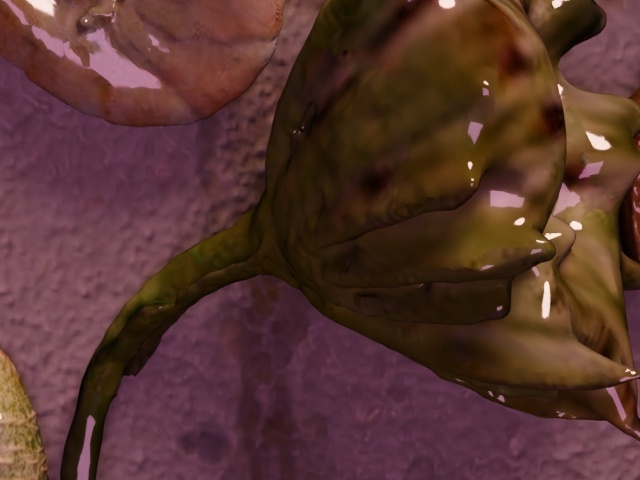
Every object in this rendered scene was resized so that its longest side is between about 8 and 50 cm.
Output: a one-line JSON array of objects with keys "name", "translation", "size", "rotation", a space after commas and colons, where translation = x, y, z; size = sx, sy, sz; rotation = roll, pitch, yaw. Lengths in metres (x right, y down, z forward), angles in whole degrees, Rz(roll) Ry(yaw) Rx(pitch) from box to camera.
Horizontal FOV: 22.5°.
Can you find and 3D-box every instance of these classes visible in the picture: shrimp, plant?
[{"name": "shrimp", "translation": [-0.116, -0.160, 0.696], "size": [0.145, 0.059, 0.254], "rotation": [-30, 111, 18]}, {"name": "plant", "translation": [-0.016, 0.002, 0.695], "size": [0.333, 0.180, 0.251], "rotation": [-18, 85, 13]}]

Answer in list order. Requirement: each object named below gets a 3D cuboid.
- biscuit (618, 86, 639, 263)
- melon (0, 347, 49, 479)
[{"name": "biscuit", "translation": [0.236, -0.069, 0.742], "size": [0.182, 0.034, 0.215], "rotation": [17, 107, -5]}, {"name": "melon", "translation": [-0.181, 0.143, 0.793], "size": [0.098, 0.054, 0.182], "rotation": [35, 103, 12]}]
